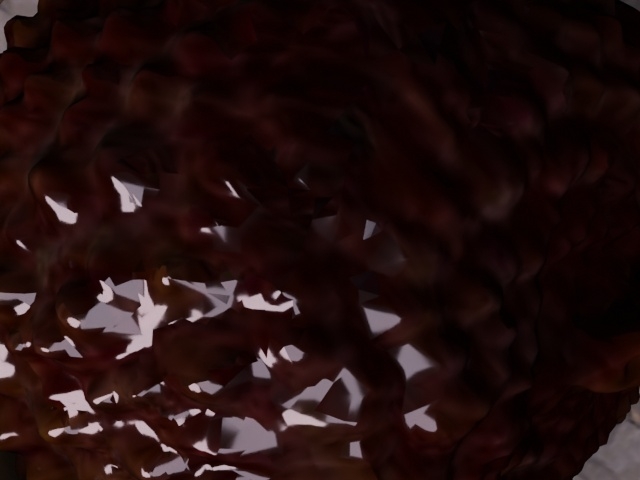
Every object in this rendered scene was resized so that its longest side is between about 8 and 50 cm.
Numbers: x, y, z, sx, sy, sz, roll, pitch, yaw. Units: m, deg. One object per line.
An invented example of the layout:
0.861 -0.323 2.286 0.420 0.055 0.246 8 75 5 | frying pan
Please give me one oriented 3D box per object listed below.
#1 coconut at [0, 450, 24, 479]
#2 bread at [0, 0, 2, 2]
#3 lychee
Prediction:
-0.177 0.199 0.707 0.239 0.244 0.239 -9 111 -26 | coconut
-0.238 -0.177 0.716 0.204 0.156 0.288 2 118 6 | bread
0.000 0.000 0.711 0.330 0.306 0.306 18 121 28 | lychee
